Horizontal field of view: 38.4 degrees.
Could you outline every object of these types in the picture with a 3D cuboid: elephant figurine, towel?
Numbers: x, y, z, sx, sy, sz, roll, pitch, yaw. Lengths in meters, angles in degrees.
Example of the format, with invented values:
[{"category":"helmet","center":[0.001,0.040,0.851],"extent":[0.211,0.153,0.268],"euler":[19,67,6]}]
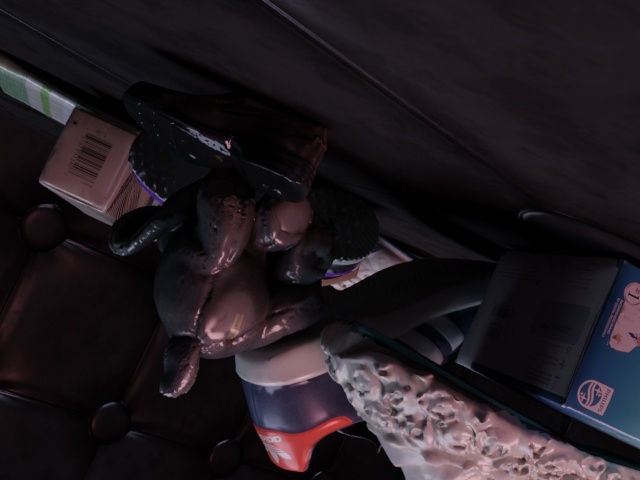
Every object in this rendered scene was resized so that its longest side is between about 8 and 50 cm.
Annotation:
[{"category":"elephant figurine","center":[-0.103,0.004,0.846],"extent":[0.185,0.170,0.239],"euler":[-9,-160,-30]},{"category":"towel","center":[-0.311,-0.169,1.331],"extent":[0.324,0.038,0.248],"euler":[28,174,-14]}]

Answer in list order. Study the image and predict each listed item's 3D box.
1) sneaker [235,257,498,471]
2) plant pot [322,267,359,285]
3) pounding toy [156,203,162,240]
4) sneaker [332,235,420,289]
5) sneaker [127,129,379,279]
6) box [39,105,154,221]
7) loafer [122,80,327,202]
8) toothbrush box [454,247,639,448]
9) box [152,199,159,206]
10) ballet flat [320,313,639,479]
[{"category":"sneaker","center":[0.073,0.119,0.917],"extent":[0.350,0.148,0.131],"euler":[-17,-164,-32]},{"category":"plant pot","center":[0.000,0.000,1.185],"extent":[0.096,0.109,0.109],"euler":[12,-174,-44]},{"category":"pounding toy","center":[-0.113,0.013,1.348],"extent":[0.269,0.154,0.155],"euler":[13,176,25]},{"category":"sneaker","center":[0.066,0.038,1.310],"extent":[0.228,0.092,0.087],"euler":[19,171,47]},{"category":"sneaker","center":[-0.086,-0.027,1.055],"extent":[0.293,0.102,0.146],"euler":[25,158,-1]},{"category":"box","center":[-0.289,-0.086,1.252],"extent":[0.094,0.113,0.275],"euler":[25,175,0]},{"category":"loafer","center":[-0.075,-0.090,0.730],"extent":[0.170,0.061,0.062],"euler":[25,159,6]},{"category":"toothbrush box","center":[0.302,0.124,0.802],"extent":[0.295,0.126,0.216],"euler":[25,176,-14]},{"category":"box","center":[-0.270,-0.095,1.516],"extent":[0.101,0.102,0.087],"euler":[27,174,-8]},{"category":"ballet flat","center":[0.169,0.202,0.765],"extent":[0.408,0.147,0.147],"euler":[26,176,-7]}]
